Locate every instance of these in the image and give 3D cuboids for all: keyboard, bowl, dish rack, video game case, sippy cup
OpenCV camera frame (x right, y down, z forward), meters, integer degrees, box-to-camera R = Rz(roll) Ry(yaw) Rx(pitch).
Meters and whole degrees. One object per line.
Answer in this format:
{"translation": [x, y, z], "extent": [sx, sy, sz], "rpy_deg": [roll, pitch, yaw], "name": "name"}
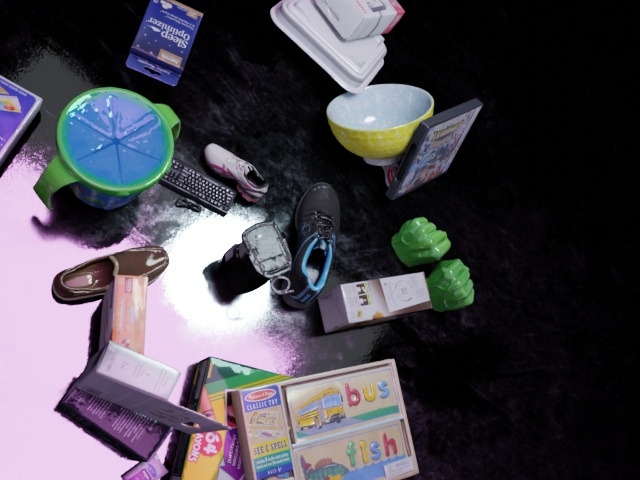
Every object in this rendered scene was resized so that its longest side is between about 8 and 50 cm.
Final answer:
{"translation": [-0.302, -0.121, 1.575], "extent": [0.180, 0.023, 0.108], "rpy_deg": [28, 64, -14], "name": "keyboard"}
{"translation": [0.165, -0.298, 1.759], "extent": [0.289, 0.289, 0.156], "rpy_deg": [-32, 132, -30], "name": "bowl"}
{"translation": [0.043, -0.590, 1.816], "extent": [0.333, 0.072, 0.285], "rpy_deg": [41, 44, -8], "name": "dish rack"}
{"translation": [0.310, -0.249, 1.756], "extent": [0.035, 0.248, 0.275], "rpy_deg": [42, 45, 20], "name": "video game case"}
{"translation": [-0.458, -0.177, 1.403], "extent": [0.305, 0.224, 0.240], "rpy_deg": [2, 72, -25], "name": "sippy cup"}

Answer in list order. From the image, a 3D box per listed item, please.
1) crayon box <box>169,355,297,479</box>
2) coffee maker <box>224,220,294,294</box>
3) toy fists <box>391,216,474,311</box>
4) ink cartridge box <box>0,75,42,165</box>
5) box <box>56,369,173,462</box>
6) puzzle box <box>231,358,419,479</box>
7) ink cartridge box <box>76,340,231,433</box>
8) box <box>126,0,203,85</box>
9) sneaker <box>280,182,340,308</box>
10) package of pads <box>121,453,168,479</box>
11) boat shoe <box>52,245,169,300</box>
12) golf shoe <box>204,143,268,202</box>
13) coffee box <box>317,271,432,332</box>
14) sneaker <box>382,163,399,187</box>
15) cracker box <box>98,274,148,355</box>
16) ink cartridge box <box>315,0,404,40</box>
{"translation": [-0.149, 0.470, 1.411], "extent": [0.313, 0.106, 0.363], "rpy_deg": [18, 67, -19], "name": "crayon box"}
{"translation": [-0.147, 0.063, 1.500], "extent": [0.120, 0.178, 0.171], "rpy_deg": [2, 71, -23], "name": "coffee maker"}
{"translation": [0.314, 0.063, 1.741], "extent": [0.096, 0.142, 0.279], "rpy_deg": [-31, 89, -30], "name": "toy fists"}
{"translation": [-0.806, -0.254, 1.355], "extent": [0.303, 0.072, 0.307], "rpy_deg": [30, 66, -15], "name": "ink cartridge box"}
{"translation": [-0.410, 0.346, 1.302], "extent": [0.207, 0.153, 0.108], "rpy_deg": [39, 61, -11], "name": "box"}
{"translation": [0.019, 0.426, 1.424], "extent": [0.408, 0.052, 0.272], "rpy_deg": [-5, 77, -31], "name": "puzzle box"}
{"translation": [-0.293, 0.268, 1.136], "extent": [0.239, 0.275, 0.060], "rpy_deg": [27, 63, -17], "name": "ink cartridge box"}
{"translation": [-0.397, -0.516, 1.649], "extent": [0.136, 0.036, 0.225], "rpy_deg": [20, 68, -18], "name": "box"}
{"translation": [0.000, 0.000, 1.613], "extent": [0.125, 0.139, 0.341], "rpy_deg": [17, 66, -18], "name": "sneaker"}
{"translation": [-0.366, 0.488, 1.346], "extent": [0.083, 0.032, 0.050], "rpy_deg": [-32, 87, -30], "name": "package of pads"}
{"translation": [-0.445, 0.069, 1.404], "extent": [0.257, 0.095, 0.095], "rpy_deg": [-21, 84, -29], "name": "boat shoe"}
{"translation": [-0.205, -0.181, 1.601], "extent": [0.186, 0.086, 0.067], "rpy_deg": [40, 51, -8], "name": "golf shoe"}
{"translation": [0.137, 0.156, 1.628], "extent": [0.246, 0.141, 0.098], "rpy_deg": [-7, 77, -26], "name": "coffee box"}
{"translation": [0.204, -0.212, 1.818], "extent": [0.042, 0.067, 0.118], "rpy_deg": [-9, 78, -28], "name": "sneaker"}
{"translation": [-0.405, 0.172, 1.312], "extent": [0.067, 0.232, 0.156], "rpy_deg": [6, 71, -24], "name": "cracker box"}
{"translation": [0.111, -0.655, 1.798], "extent": [0.218, 0.092, 0.158], "rpy_deg": [-29, 80, -44], "name": "ink cartridge box"}
